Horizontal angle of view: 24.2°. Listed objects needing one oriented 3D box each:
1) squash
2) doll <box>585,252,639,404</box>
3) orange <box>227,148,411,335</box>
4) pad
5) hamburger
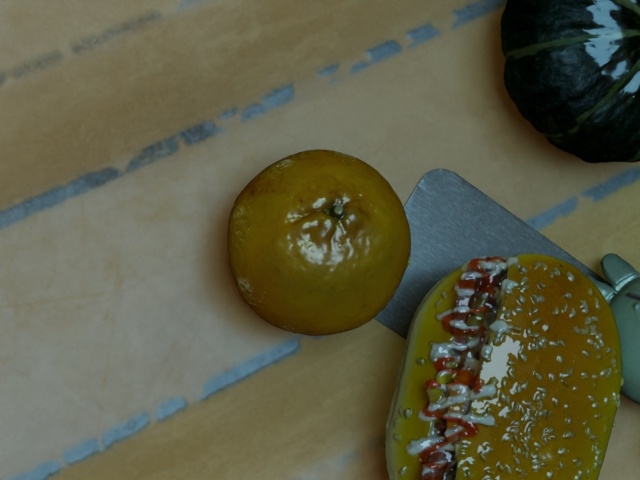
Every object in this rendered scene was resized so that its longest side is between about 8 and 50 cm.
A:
[{"bbox_3d":[0.307,-0.203,1.515,0.252,0.165,0.252,1,88,-21],"label":"squash"},{"bbox_3d":[0.377,0.127,1.521,0.155,0.113,0.275,-42,98,-14],"label":"doll"},{"bbox_3d":[0.000,0.002,1.406,0.177,0.155,0.178,-2,96,-13],"label":"orange"},{"bbox_3d":[0.179,0.061,1.528,0.266,0.002,0.176,35,75,-10],"label":"pad"},{"bbox_3d":[0.177,0.159,1.440,0.227,0.151,0.295,15,80,-17],"label":"hamburger"}]
